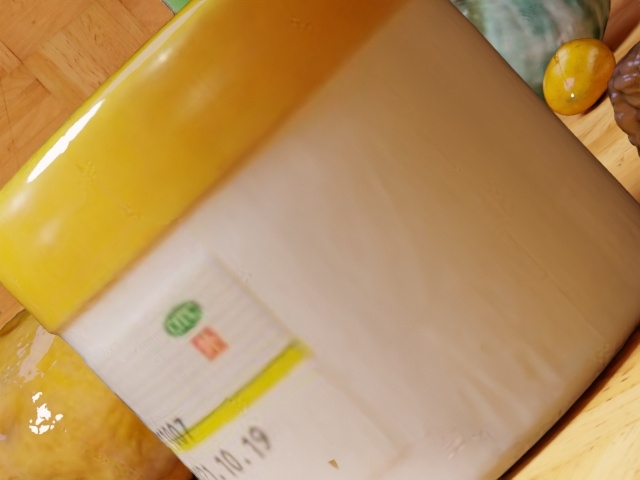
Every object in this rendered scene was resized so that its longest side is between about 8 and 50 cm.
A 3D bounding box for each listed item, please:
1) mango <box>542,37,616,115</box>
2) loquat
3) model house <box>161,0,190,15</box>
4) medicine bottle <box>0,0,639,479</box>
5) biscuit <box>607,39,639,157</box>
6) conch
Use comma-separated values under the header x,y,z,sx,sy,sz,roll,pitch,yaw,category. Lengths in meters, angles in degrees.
x,y,z,sx,sy,sz,roll,pitch,yaw,category
0.195,-0.123,1.463,0.060,0.046,0.089,-42,9,22,mango
-0.186,0.134,1.542,0.238,0.193,0.238,-40,24,22,loquat
-0.028,-0.167,1.861,0.242,0.358,0.313,-48,8,-24,model house
0.000,0.000,0.883,0.238,0.232,0.238,-43,4,4,medicine bottle
0.203,-0.095,1.003,0.082,0.070,0.168,-30,10,37,biscuit
0.132,-0.163,1.656,0.220,0.195,0.277,-87,19,-76,conch
